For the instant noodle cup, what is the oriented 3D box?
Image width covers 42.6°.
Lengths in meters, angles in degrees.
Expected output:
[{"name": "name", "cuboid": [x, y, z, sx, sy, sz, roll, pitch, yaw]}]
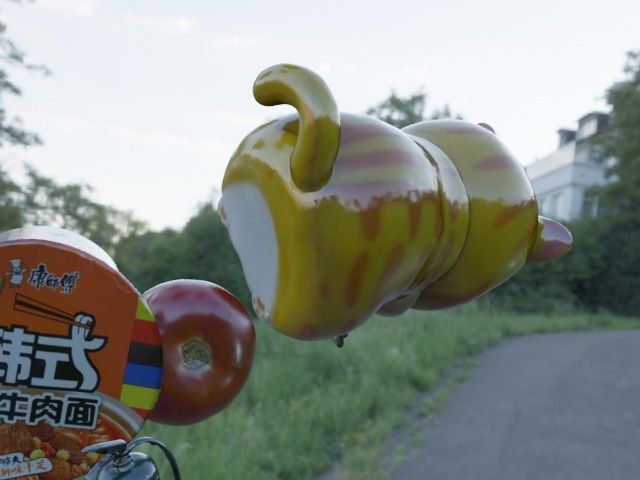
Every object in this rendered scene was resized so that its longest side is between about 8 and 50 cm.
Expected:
[{"name": "instant noodle cup", "cuboid": [-0.294, 0.100, 0.848, 0.251, 0.250, 0.192, 11, 10, -17]}]

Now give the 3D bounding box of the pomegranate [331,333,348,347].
[{"name": "pomegranate", "cuboid": [-0.004, -0.002, 1.277, 0.291, 0.323, 0.291, 7, -7, 1]}]

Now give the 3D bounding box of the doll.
[{"name": "doll", "cuboid": [0.049, -0.021, 0.621, 0.270, 0.166, 0.162, -1, -27, -47]}]

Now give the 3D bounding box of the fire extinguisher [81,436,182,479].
[{"name": "fire extinguisher", "cuboid": [-0.071, 0.110, 0.332, 0.025, 0.083, 0.038, 13, 32, 42]}]

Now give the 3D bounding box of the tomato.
[{"name": "tomato", "cuboid": [-0.181, 0.147, 1.084, 0.195, 0.195, 0.136, 11, -5, -19]}]
